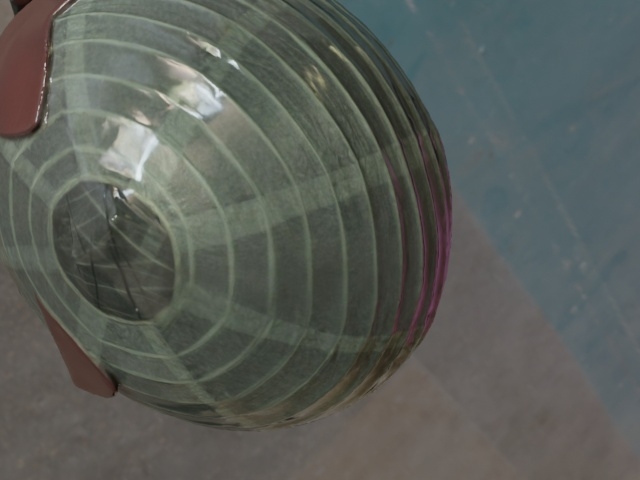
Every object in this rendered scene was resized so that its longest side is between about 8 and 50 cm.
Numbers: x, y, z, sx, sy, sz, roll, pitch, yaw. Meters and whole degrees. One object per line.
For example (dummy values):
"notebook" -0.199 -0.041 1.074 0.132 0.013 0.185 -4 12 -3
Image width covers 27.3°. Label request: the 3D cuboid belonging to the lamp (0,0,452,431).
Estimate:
"lamp" -0.057 -0.027 0.677 0.233 0.233 0.265 -24 95 -28
